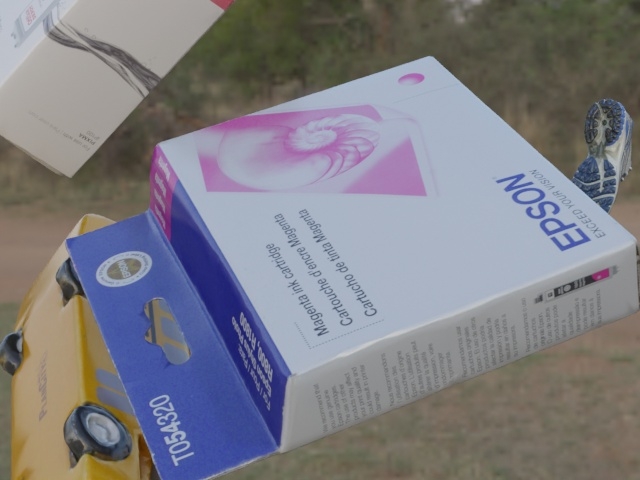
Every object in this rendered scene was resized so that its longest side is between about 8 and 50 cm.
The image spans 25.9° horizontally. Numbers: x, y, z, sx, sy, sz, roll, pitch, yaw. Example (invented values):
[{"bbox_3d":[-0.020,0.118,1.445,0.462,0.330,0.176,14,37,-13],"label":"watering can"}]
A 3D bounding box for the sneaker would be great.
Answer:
[{"bbox_3d":[0.293,-0.072,1.410,0.052,0.135,0.058,14,-1,39],"label":"sneaker"}]

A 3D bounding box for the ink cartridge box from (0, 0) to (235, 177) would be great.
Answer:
[{"bbox_3d":[-0.195,-0.227,1.266,0.117,0.283,0.207,34,20,-35],"label":"ink cartridge box"}]

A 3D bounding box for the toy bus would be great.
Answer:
[{"bbox_3d":[-0.170,0.119,1.086,0.130,0.108,0.333,28,25,-28],"label":"toy bus"}]

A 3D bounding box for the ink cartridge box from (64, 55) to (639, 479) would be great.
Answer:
[{"bbox_3d":[0.000,0.000,0.976,0.330,0.071,0.324,-19,35,-13],"label":"ink cartridge box"}]
